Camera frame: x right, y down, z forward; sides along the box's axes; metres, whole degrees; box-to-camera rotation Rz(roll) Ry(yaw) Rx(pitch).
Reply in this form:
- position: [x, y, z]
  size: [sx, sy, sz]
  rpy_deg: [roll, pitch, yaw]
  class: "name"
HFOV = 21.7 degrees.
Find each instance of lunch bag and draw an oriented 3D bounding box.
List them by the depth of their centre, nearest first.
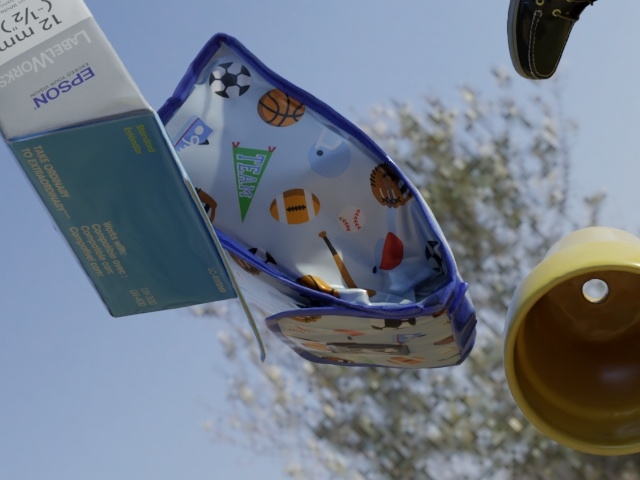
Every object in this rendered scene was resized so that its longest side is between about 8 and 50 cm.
- position: [0.000, 0.000, 1.864]
  size: [0.239, 0.385, 0.328]
  rpy_deg: [-55, -15, -7]
  class: "lunch bag"

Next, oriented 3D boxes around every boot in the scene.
- position: [0.318, -0.287, 1.947]
  size: [0.085, 0.178, 0.236]
  rpy_deg: [-3, -70, -44]
  class: "boot"

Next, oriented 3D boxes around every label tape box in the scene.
- position: [-0.183, -0.067, 1.322]
  size: [0.115, 0.347, 0.249]
  rpy_deg: [-28, -36, -5]
  class: "label tape box"

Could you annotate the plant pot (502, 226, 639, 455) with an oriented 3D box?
- position: [0.349, 0.100, 2.059]
  size: [0.254, 0.254, 0.239]
  rpy_deg: [-50, 10, 19]
  class: "plant pot"
